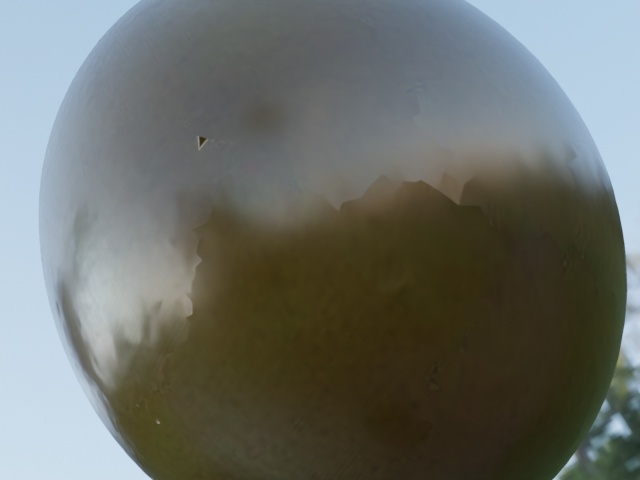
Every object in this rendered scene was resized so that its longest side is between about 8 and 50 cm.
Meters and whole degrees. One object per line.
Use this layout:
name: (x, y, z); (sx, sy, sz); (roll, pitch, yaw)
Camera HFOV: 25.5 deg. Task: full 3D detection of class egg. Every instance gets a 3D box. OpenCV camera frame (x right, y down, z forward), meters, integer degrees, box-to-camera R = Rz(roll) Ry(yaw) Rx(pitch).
egg: (0.000, 0.000, 0.721); (0.282, 0.351, 0.282); (-15, -53, -21)
